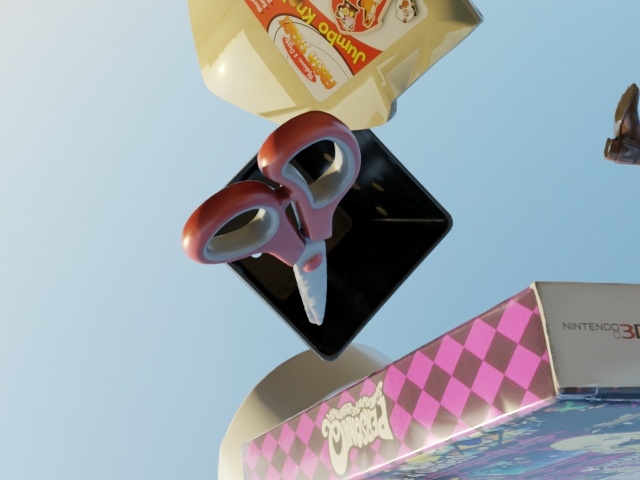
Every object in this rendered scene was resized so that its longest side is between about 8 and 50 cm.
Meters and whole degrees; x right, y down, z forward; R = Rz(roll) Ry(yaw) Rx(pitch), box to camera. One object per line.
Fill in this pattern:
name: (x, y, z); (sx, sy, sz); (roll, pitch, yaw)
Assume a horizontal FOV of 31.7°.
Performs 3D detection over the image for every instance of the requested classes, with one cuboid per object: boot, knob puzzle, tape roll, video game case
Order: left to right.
knob puzzle: (-0.010, -0.156, 0.730); (0.213, 0.213, 0.030); (-9, -162, 34)
tape roll: (0.022, 0.270, 1.373); (0.286, 0.286, 0.100); (-34, -146, -17)
video game case: (0.106, 0.073, 0.456); (0.210, 0.042, 0.232); (2, 158, -26)
boot: (0.426, -0.137, 1.421); (0.114, 0.106, 0.037); (12, -159, -5)

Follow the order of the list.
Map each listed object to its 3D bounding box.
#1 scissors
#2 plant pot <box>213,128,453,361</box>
scissors: (0.000, 0.000, 0.693); (0.109, 0.297, 0.021); (-41, -111, 2)
plant pot: (-0.018, -0.015, 1.121); (0.188, 0.187, 0.167); (-48, -167, -13)
